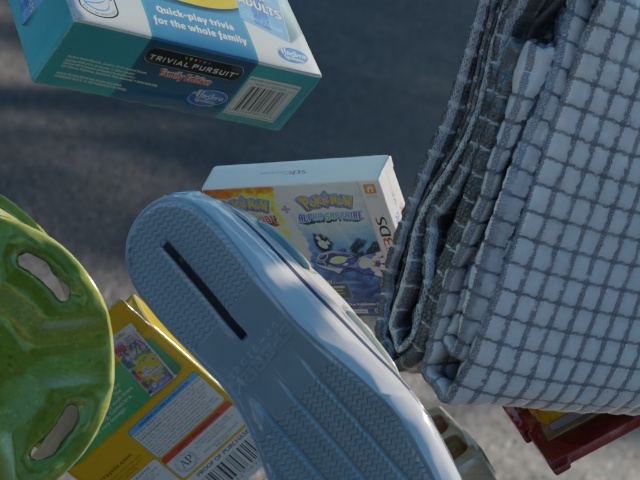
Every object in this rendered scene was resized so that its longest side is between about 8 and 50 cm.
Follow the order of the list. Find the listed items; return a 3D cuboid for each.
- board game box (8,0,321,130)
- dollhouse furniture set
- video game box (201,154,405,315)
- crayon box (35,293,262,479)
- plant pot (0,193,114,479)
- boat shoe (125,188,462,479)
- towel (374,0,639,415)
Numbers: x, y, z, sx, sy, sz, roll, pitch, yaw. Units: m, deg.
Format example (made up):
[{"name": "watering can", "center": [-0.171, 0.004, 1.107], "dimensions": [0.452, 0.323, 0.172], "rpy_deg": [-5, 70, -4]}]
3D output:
[{"name": "board game box", "center": [-0.168, -0.265, 1.386], "dimensions": [0.254, 0.079, 0.336], "rpy_deg": [8, 47, -40]}, {"name": "dollhouse furniture set", "center": [0.103, 0.150, 1.457], "dimensions": [0.374, 0.201, 0.152], "rpy_deg": [-29, 22, -6]}, {"name": "video game box", "center": [0.000, 0.000, 1.640], "dimensions": [0.205, 0.187, 0.048], "rpy_deg": [-3, 37, 25]}, {"name": "crayon box", "center": [-0.221, 0.210, 1.885], "dimensions": [0.323, 0.203, 0.083], "rpy_deg": [47, 3, -35]}, {"name": "plant pot", "center": [-0.256, 0.078, 1.034], "dimensions": [0.276, 0.276, 0.254], "rpy_deg": [12, -7, -24]}, {"name": "boat shoe", "center": [0.006, 0.065, 0.690], "dimensions": [0.226, 0.083, 0.076], "rpy_deg": [56, 26, 13]}, {"name": "towel", "center": [0.177, -0.030, 1.026], "dimensions": [0.235, 0.283, 0.121], "rpy_deg": [9, 14, -35]}]
